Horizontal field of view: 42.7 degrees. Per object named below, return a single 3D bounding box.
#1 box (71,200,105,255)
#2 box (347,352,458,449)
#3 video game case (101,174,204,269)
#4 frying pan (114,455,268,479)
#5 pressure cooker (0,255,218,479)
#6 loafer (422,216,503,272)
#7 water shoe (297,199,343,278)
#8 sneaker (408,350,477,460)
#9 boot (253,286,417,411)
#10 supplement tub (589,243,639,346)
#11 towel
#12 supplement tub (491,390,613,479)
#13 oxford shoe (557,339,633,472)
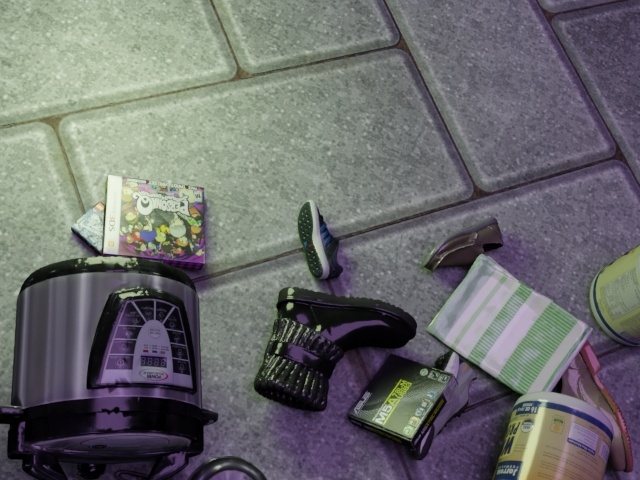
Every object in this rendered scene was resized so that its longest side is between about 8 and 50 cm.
[{"bbox_3d":[-0.491,-0.015,1.888,0.137,0.027,0.094,41,63,4],"label":"box"},{"bbox_3d":[0.184,0.357,1.841,0.184,0.045,0.191,15,55,41],"label":"box"},{"bbox_3d":[-0.384,-0.042,1.899,0.232,0.042,0.210,7,60,-20],"label":"video game case"},{"bbox_3d":[-0.243,0.511,1.722,0.326,0.053,0.197,38,62,0],"label":"frying pan"},{"bbox_3d":[-0.408,0.278,1.603,0.369,0.375,0.420,-8,68,9],"label":"pressure cooker"},{"bbox_3d":[0.369,0.022,2.070,0.251,0.094,0.087,-26,72,-24],"label":"loafer"},{"bbox_3d":[0.000,0.000,2.005,0.080,0.073,0.203,3,69,-38],"label":"water shoe"},{"bbox_3d":[0.284,0.387,1.889,0.108,0.100,0.271,34,63,-5],"label":"sneaker"},{"bbox_3d":[0.037,0.264,1.851,0.347,0.131,0.260,9,58,0],"label":"boot"},{"bbox_3d":[0.849,0.113,2.033,0.235,0.325,0.235,6,66,-13],"label":"supplement tub"},{"bbox_3d":[0.460,0.212,1.985,0.325,0.038,0.248,35,76,14],"label":"towel"},{"bbox_3d":[0.504,0.521,1.816,0.228,0.228,0.316,27,63,-3],"label":"supplement tub"},{"bbox_3d":[0.641,0.402,1.985,0.130,0.123,0.348,-19,68,-2],"label":"oxford shoe"}]
